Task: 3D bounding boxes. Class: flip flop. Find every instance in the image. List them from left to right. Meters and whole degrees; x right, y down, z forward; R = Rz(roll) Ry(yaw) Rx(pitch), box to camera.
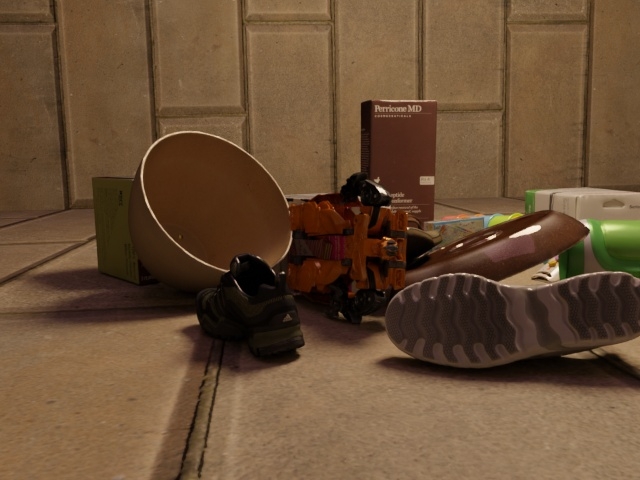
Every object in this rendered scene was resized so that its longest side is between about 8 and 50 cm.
[{"bbox_3d":[0.140,-0.004,1.057,0.112,0.080,0.277,-32,-8,20],"label":"flip flop"}]

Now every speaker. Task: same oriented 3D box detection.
[{"bbox_3d":[0.535,0.028,0.977,0.296,0.131,0.131,1,8,13],"label":"speaker"}]

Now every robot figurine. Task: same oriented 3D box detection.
[{"bbox_3d":[0.034,0.010,0.937,0.085,0.211,0.291,4,-2,-29],"label":"robot figurine"}]

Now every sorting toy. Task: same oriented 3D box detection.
[{"bbox_3d":[0.427,0.056,1.144,0.075,0.045,0.083,-26,18,-24],"label":"sorting toy"}]

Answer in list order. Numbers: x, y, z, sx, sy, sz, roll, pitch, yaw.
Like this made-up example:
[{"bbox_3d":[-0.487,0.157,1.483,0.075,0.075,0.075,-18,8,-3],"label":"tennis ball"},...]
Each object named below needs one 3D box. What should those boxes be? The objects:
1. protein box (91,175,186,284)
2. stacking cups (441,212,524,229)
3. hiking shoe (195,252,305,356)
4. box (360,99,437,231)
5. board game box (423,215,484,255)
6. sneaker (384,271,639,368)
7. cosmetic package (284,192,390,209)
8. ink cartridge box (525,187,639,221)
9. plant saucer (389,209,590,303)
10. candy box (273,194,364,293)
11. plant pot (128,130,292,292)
[{"bbox_3d":[-0.352,-0.030,1.262,0.136,0.200,0.201,-8,10,-40],"label":"protein box"},{"bbox_3d":[0.418,-0.018,1.549,0.096,0.096,0.316,-5,4,-28],"label":"stacking cups"},{"bbox_3d":[-0.093,0.069,0.802,0.086,0.114,0.226,-6,9,-36],"label":"hiking shoe"},{"bbox_3d":[0.216,-0.199,1.755,0.191,0.382,0.143,-2,8,-8],"label":"box"},{"bbox_3d":[0.267,0.008,1.244,0.154,0.104,0.026,-7,9,-37],"label":"board game box"},{"bbox_3d":[0.215,0.101,0.709,0.281,0.105,0.115,-2,-22,11],"label":"sneaker"},{"bbox_3d":[0.022,-0.043,1.542,0.224,0.138,0.224,-5,7,-24],"label":"cosmetic package"},{"bbox_3d":[0.743,-0.082,1.776,0.211,0.122,0.289,-2,8,-7],"label":"ink cartridge box"},{"bbox_3d":[0.238,0.021,0.937,0.310,0.050,0.310,-24,1,0],"label":"plant saucer"},{"bbox_3d":[0.000,0.000,1.143,0.071,0.159,0.233,-6,8,-39],"label":"candy box"},{"bbox_3d":[-0.218,-0.021,1.094,0.284,0.284,0.191,-9,-24,-47],"label":"plant pot"}]
